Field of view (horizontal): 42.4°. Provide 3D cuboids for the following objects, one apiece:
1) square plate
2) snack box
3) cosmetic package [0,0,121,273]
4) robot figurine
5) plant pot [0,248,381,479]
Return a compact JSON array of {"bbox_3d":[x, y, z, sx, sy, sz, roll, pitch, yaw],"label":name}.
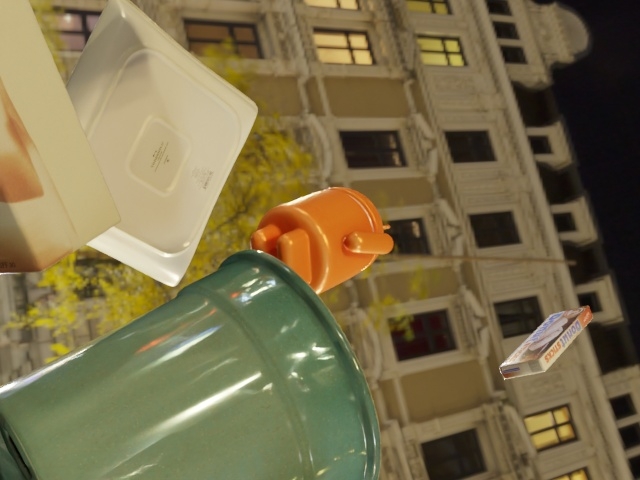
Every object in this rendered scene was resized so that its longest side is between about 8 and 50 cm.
[{"bbox_3d":[-0.256,-0.136,1.267,0.049,0.344,0.347,16,-102,41],"label":"square plate"},{"bbox_3d":[0.313,0.138,1.134,0.064,0.178,0.022,-23,-86,42],"label":"snack box"},{"bbox_3d":[-0.358,-0.121,0.888,0.153,0.129,0.296,-4,-65,36],"label":"cosmetic package"},{"bbox_3d":[0.002,0.001,1.093,0.158,0.219,0.128,-40,-100,38],"label":"robot figurine"},{"bbox_3d":[-0.168,0.221,0.924,0.341,0.334,0.341,32,-48,43],"label":"plant pot"}]
